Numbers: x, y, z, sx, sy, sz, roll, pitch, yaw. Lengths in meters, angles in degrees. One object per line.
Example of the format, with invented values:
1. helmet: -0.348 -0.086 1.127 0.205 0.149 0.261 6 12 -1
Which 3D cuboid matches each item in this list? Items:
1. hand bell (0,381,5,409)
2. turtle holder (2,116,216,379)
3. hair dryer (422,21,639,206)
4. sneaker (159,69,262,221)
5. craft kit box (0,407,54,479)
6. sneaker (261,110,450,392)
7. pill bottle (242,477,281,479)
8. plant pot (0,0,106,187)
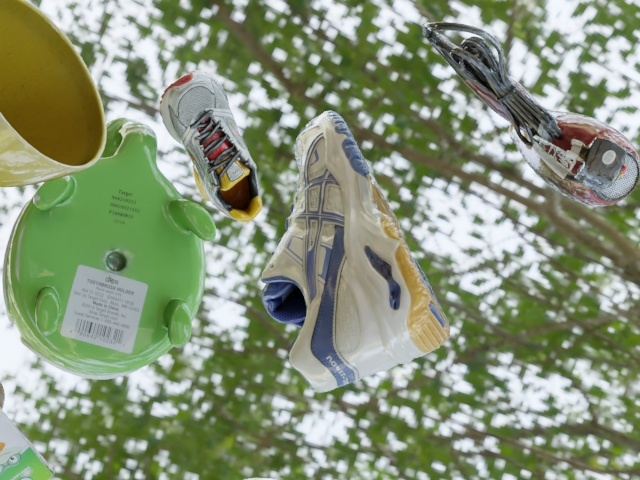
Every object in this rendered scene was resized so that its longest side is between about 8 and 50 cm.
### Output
1. hand bell: -0.348 0.195 1.261 0.242 0.126 0.126 118 -22 -53
2. turtle holder: -0.279 0.010 1.526 0.227 0.243 0.320 -27 -102 63
3. hair dryer: 0.208 -0.122 1.168 0.080 0.223 0.293 -44 167 2
4. sneaker: -0.124 -0.116 1.543 0.088 0.225 0.093 -35 -137 -11
5. craft kit box: -0.364 0.190 0.978 0.250 0.247 0.061 -38 -131 -16
6. sneaker: 0.000 0.000 1.028 0.131 0.112 0.296 -28 -145 6
7. pill bottle: -0.056 0.300 1.172 0.078 0.078 0.137 26 -75 61
8. plant pot: -0.226 -0.089 0.848 0.095 0.134 0.134 -26 -134 22
